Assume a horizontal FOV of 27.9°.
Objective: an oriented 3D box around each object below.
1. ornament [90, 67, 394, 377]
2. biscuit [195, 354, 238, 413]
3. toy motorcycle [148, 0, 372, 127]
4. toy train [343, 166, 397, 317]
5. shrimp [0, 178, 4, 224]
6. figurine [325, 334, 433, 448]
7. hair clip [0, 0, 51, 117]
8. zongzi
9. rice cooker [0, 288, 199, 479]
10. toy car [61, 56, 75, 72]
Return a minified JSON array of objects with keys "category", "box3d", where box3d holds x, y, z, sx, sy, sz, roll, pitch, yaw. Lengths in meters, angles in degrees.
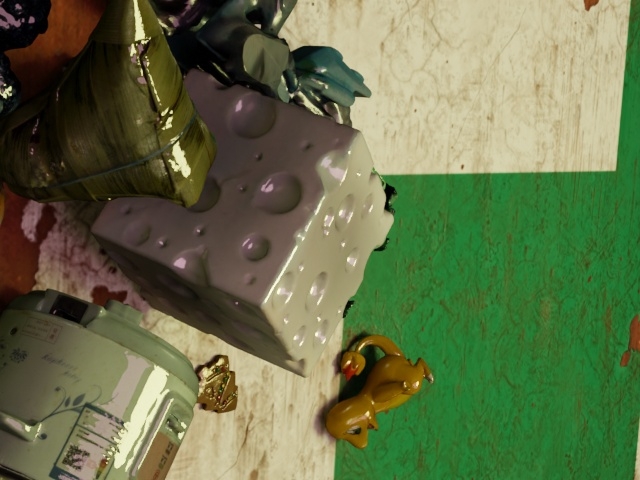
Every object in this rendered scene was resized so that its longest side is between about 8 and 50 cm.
[{"category":"ornament","box3d":[-0.084,-0.018,1.544,0.240,0.239,0.240,-61,158,-17]},{"category":"biscuit","box3d":[-0.139,0.202,1.741,0.082,0.016,0.092,-51,127,-26]},{"category":"toy motorcycle","box3d":[-0.073,-0.270,1.607,0.416,0.172,0.232,41,70,-35]},{"category":"toy train","box3d":[0.000,0.000,1.777,0.154,0.115,0.269,51,63,-28]},{"category":"shrimp","box3d":[-0.416,-0.016,1.361,0.254,0.059,0.145,-55,133,-44]},{"category":"figurine","box3d":[0.069,0.218,1.908,0.176,0.121,0.122,-43,97,-19]},{"category":"hair clip","box3d":[-0.390,-0.272,1.294,0.206,0.194,0.310,-45,127,-21]},{"category":"zongzi","box3d":[-0.262,-0.157,1.351,0.274,0.251,0.125,71,23,-44]},{"category":"rice cooker","box3d":[-0.287,0.218,1.425,0.316,0.264,0.316,18,90,-73]},{"category":"toy car","box3d":[-0.242,-0.146,1.523,0.139,0.112,0.112,-1,113,-54]}]
